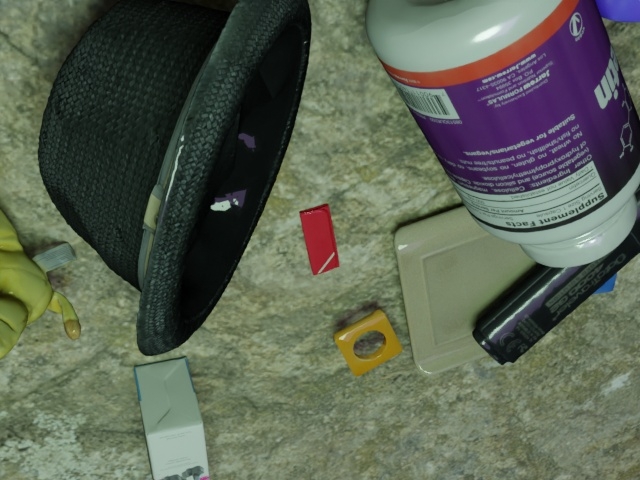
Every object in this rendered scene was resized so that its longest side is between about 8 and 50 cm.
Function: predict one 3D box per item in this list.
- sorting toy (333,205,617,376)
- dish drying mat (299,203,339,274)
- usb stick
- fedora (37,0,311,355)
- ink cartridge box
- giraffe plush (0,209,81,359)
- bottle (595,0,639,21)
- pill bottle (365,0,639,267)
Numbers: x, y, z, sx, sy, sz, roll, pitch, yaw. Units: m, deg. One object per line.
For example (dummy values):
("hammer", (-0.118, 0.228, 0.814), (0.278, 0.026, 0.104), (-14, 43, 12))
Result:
("sorting toy", (0.172, 0.041, 1.064), (0.347, 0.047, 0.196), (-19, 122, -9))
("dish drying mat", (0.000, 0.000, 0.996), (0.032, 0.008, 0.083), (-16, 129, -7))
("usb stick", (0.285, 0.028, 1.042), (0.278, 0.045, 0.077), (-43, 130, 7))
("fedora", (-0.127, -0.078, 0.777), (0.152, 0.334, 0.334), (23, 120, 6))
("ink cartridge box", (-0.159, 0.232, 1.047), (0.061, 0.104, 0.181), (-10, 128, -12))
("giraffe plush", (-0.339, 0.059, 0.844), (0.170, 0.181, 0.210), (-32, 164, 18))
("bottle", (0.298, -0.331, 0.805), (0.118, 0.092, 0.283), (-7, 127, -14))
("pill bottle", (0.183, -0.122, 0.861), (0.181, 0.181, 0.323), (-33, 129, 6))
